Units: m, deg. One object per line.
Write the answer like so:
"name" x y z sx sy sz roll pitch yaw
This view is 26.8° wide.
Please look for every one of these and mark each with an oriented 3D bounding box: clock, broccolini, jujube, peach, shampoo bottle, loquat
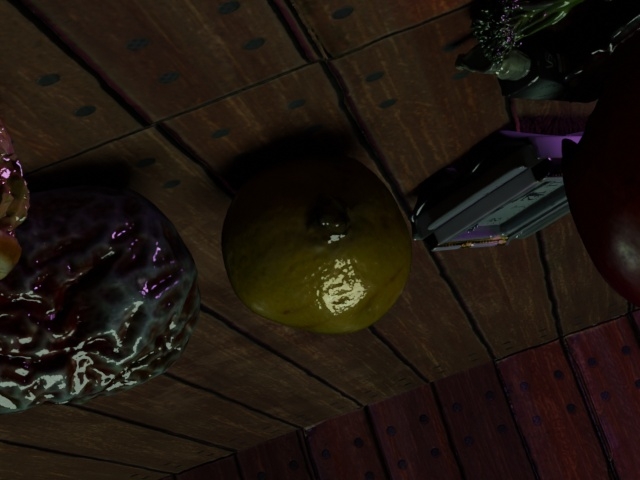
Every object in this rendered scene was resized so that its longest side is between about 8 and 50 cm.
"clock" 0.253 -0.071 1.726 0.186 0.083 0.253 -4 159 -41
"broccolini" 0.241 -0.240 1.259 0.216 0.058 0.067 -27 -156 6
"jujube" -0.287 0.064 1.355 0.317 0.226 0.226 -15 163 -19
"peach" 0.441 -0.124 1.372 0.353 0.416 0.339 15 -164 33
"shampoo bottle" 0.222 -0.178 1.395 0.063 0.057 0.208 -28 161 37
"loquat" 0.000 0.000 1.470 0.213 0.213 0.246 -15 169 -11

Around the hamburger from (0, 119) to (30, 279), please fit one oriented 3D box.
"hamburger" -0.363 -0.034 1.092 0.243 0.146 0.286 5 159 -40
